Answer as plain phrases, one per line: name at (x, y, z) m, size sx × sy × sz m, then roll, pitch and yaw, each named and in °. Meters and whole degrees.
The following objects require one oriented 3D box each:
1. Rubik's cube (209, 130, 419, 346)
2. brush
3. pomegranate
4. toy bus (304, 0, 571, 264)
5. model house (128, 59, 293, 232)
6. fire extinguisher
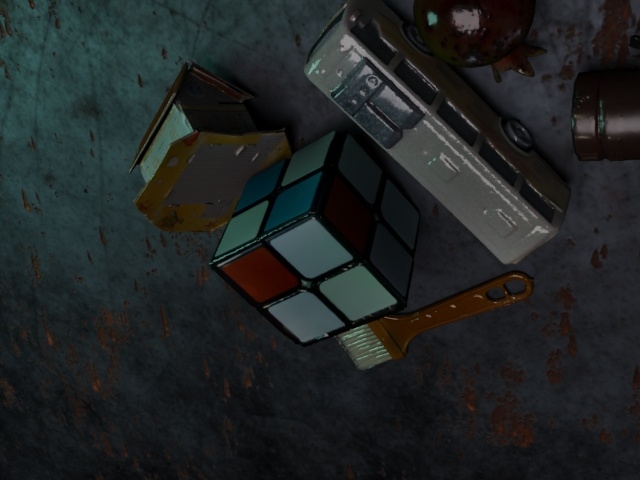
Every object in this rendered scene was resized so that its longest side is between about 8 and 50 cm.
Rubik's cube at (0.000, 0.000, 1.013) m, size 0.183 × 0.167 × 0.180 m, roll -24°, pitch 123°, yaw 32°
brush at (0.154, 0.107, 1.128) m, size 0.314 × 0.017 × 0.090 m, roll -25°, pitch 109°, yaw 33°
pomegranate at (0.170, -0.226, 0.848) m, size 0.129 × 0.129 × 0.159 m, roll -22°, pitch 109°, yaw 33°
toy bus at (0.132, -0.127, 0.918) m, size 0.342 × 0.138 × 0.097 m, roll 42°, pitch 129°, yaw -7°
model house at (-0.170, -0.122, 1.079) m, size 0.219 × 0.207 × 0.136 m, roll -49°, pitch 60°, yaw 41°
fire extinguisher at (0.428, -0.142, 0.793) m, size 0.341 × 0.105 × 0.141 m, roll 1°, pitch 121°, yaw 27°
